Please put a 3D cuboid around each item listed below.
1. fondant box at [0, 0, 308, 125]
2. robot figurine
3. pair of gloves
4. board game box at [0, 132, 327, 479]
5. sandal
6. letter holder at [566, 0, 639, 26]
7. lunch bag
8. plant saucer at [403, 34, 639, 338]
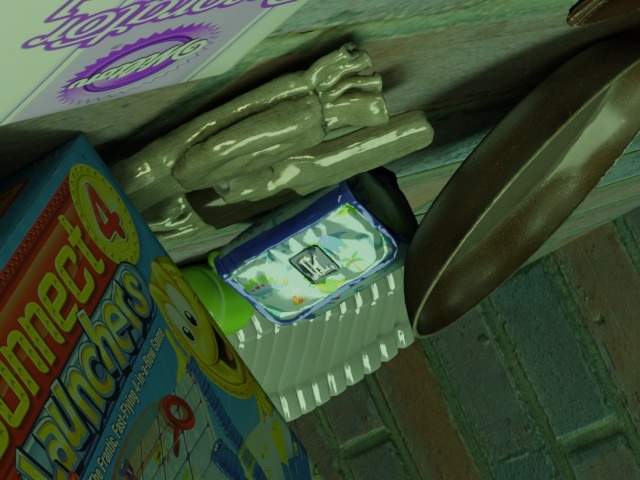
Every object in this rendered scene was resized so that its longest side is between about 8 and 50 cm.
[{"bbox_3d":[-0.042,-0.121,0.316,0.238,0.096,0.330,-18,171,-40],"label":"fondant box"},{"bbox_3d":[-0.101,0.054,1.432,0.101,0.067,0.115,-57,160,19],"label":"robot figurine"},{"bbox_3d":[-0.041,-0.052,0.997,0.204,0.042,0.240,-22,171,11],"label":"pair of gloves"},{"bbox_3d":[-0.097,0.141,0.778,0.086,0.302,0.308,-28,-161,18],"label":"board game box"},{"bbox_3d":[-0.011,0.095,1.838,0.416,0.169,0.102,-19,-149,-38],"label":"sandal"},{"bbox_3d":[0.251,-0.160,0.759,0.302,0.152,0.214,-21,174,-22],"label":"letter holder"},{"bbox_3d":[0.000,0.000,1.300,0.129,0.096,0.151,-33,161,17],"label":"lunch bag"},{"bbox_3d":[0.167,-0.051,1.298,0.310,0.050,0.310,-42,165,-14],"label":"plant saucer"}]
